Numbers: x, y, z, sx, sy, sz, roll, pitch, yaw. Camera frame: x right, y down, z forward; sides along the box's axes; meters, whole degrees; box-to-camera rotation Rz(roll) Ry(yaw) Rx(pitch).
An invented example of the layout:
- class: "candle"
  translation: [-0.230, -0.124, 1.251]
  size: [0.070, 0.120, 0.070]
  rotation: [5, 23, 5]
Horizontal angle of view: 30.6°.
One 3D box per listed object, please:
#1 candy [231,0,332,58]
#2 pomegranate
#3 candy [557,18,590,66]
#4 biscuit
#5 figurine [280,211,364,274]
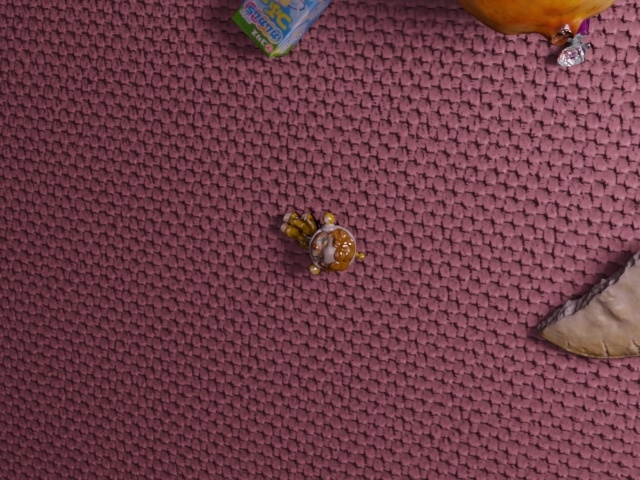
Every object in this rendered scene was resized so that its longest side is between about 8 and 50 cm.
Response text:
- class: "candy"
  translation: [-0.040, -0.384, 1.816]
  size: [0.097, 0.062, 0.194]
  rotation: [47, 117, 7]
- class: "pomegranate"
  translation: [0.289, -0.386, 1.528]
  size: [0.264, 0.264, 0.264]
  rotation: [6, 105, 23]
- class: "candy"
  translation: [0.360, -0.334, 1.653]
  size: [0.045, 0.043, 0.175]
  rotation: [4, 100, 22]
- class: "biscuit"
  translation: [0.457, 0.103, 1.697]
  size: [0.141, 0.038, 0.290]
  rotation: [45, 126, -3]
- class: "figurine"
  translation: [-0.002, 0.004, 1.893]
  size: [0.143, 0.068, 0.101]
  rotation: [1, 99, 37]
